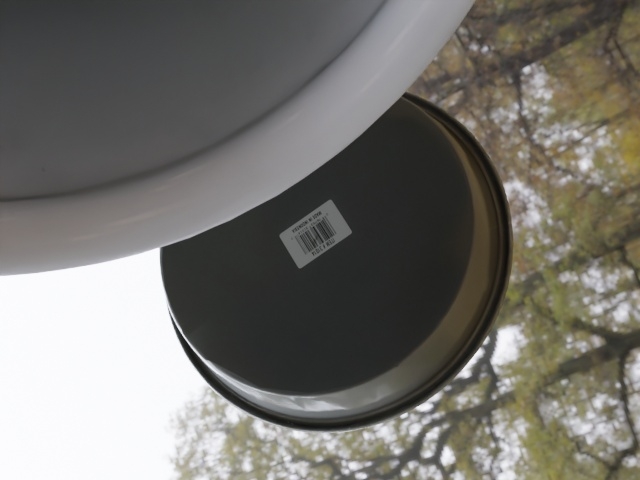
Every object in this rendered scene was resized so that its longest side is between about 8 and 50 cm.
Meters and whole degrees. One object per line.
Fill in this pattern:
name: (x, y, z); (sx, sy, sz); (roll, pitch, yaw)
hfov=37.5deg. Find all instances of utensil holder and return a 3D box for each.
utensil holder: (-0.129, -0.234, 0.355); (0.328, 0.328, 0.385); (36, -157, -38)

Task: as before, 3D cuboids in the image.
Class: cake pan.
cake pan: (0.000, 0.000, 0.738); (0.054, 0.293, 0.293); (44, -151, -66)
